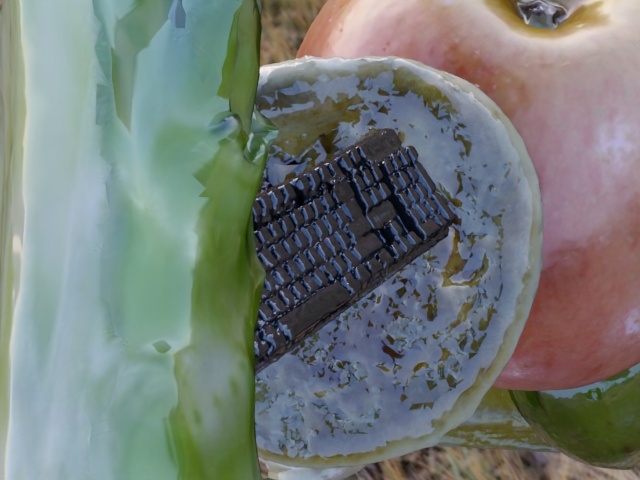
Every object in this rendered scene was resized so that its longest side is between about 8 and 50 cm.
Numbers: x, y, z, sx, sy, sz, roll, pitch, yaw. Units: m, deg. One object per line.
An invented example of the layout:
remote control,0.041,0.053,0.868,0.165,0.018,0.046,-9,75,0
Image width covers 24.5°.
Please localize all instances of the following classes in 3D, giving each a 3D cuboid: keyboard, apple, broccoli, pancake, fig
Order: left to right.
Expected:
broccoli,-0.038,-0.079,0.413,0.252,0.221,0.361,-22,75,37
keyboard,0.001,0.000,0.715,0.023,0.231,0.072,-36,87,35
pancake,0.014,0.013,0.947,0.282,0.049,0.283,0,96,3
apple,0.150,-0.077,1.131,0.363,0.364,0.364,-8,65,17
fig,0.275,0.113,1.391,0.203,0.225,0.203,-22,23,10

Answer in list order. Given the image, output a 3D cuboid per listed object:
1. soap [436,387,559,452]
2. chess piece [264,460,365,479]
soap,0.185,0.090,1.571,0.281,0.143,0.259,0,73,5
chess piece,-0.005,0.213,1.423,0.117,0.117,0.397,-13,93,15
